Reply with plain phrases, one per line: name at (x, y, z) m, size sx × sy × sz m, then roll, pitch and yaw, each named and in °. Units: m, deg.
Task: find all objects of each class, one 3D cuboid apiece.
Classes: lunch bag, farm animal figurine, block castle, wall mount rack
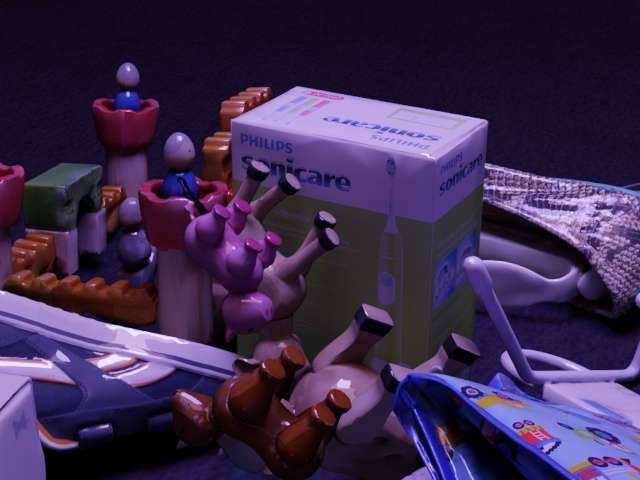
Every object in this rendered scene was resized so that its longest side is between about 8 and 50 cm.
lunch bag at (0.194, 0.180, 0.817) m, size 0.221 × 0.138 × 0.293 m, roll 16°, pitch 21°, yaw -36°
farm animal figurine at (-0.005, 0.120, 0.979) m, size 0.327 × 0.172 × 0.330 m, roll 30°, pitch 27°, yaw -18°
block castle at (-0.184, -0.066, 1.323) m, size 0.303 × 0.213 × 0.453 m, roll 5°, pitch 18°, yaw 13°
wall mount rack at (0.277, 0.120, 1.018) m, size 0.304 × 0.130 × 0.350 m, roll 6°, pitch 16°, yaw -42°

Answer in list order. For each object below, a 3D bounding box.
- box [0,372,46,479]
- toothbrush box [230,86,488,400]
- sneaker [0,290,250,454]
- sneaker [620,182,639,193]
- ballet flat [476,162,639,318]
box at (-0.323, 0.172, 0.826) m, size 0.232 × 0.148 × 0.127 m, roll 6°, pitch 26°, yaw 14°
toothbrush box at (0.034, 0.018, 1.123) m, size 0.206 × 0.283 × 0.122 m, roll 13°, pitch 29°, yaw 27°
sneaker at (-0.199, 0.137, 1.078) m, size 0.321 × 0.127 × 0.126 m, roll 16°, pitch -15°, yaw -16°
sneaker at (0.432, -0.023, 1.404) m, size 0.227 × 0.087 × 0.130 m, roll 9°, pitch 0°, yaw 10°
ballet flat at (0.152, -0.020, 1.381) m, size 0.483 × 0.164 × 0.182 m, roll 17°, pitch 50°, yaw 28°
